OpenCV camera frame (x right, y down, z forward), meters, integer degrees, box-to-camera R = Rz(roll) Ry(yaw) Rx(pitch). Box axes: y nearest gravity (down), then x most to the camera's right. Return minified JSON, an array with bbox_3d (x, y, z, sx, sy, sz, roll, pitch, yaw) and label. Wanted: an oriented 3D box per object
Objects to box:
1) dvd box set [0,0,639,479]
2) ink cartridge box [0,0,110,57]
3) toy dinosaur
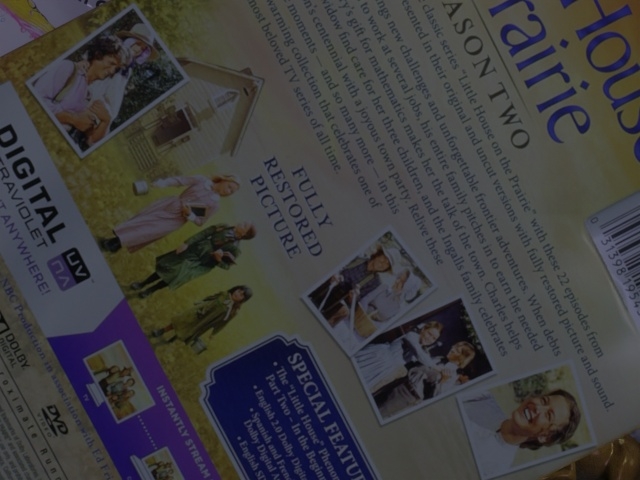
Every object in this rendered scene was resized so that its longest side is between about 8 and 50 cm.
[{"bbox_3d":[0.000,0.000,0.871,0.420,0.062,0.307,-28,97,1],"label":"dvd box set"},{"bbox_3d":[-0.154,-0.113,0.971,0.115,0.067,0.198,25,63,-20],"label":"ink cartridge box"},{"bbox_3d":[0.181,0.141,1.079,0.211,0.064,0.112,19,64,-24],"label":"toy dinosaur"}]
